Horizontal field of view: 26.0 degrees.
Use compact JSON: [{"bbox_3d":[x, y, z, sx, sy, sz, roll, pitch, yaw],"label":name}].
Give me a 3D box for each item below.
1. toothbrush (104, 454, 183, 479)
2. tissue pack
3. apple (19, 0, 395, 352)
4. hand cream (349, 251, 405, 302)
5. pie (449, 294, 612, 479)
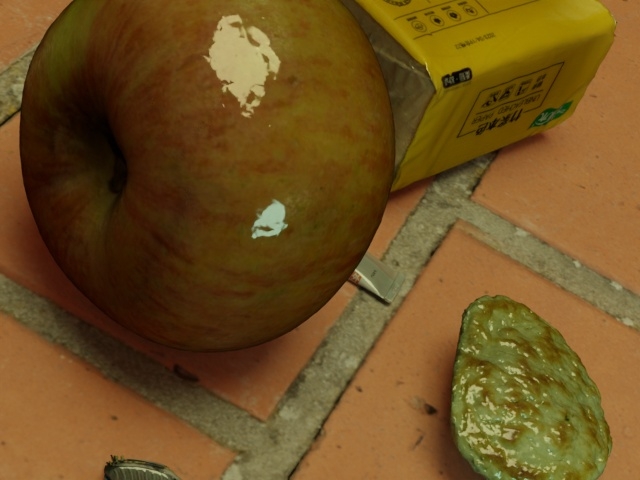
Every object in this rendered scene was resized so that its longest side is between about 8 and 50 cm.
[{"bbox_3d":[-0.006,0.266,1.322,0.413,0.035,0.042,17,8,-11],"label":"toothbrush"},{"bbox_3d":[0.145,-0.257,1.799,0.382,0.228,0.293,-23,59,-40],"label":"tissue pack"},{"bbox_3d":[-0.104,-0.097,1.391,0.333,0.400,0.400,-14,54,-45],"label":"apple"},{"bbox_3d":[0.001,-0.002,1.612,0.216,0.038,0.052,34,65,1],"label":"hand cream"},{"bbox_3d":[0.218,0.178,1.487,0.201,0.090,0.248,30,40,-11],"label":"pie"}]
